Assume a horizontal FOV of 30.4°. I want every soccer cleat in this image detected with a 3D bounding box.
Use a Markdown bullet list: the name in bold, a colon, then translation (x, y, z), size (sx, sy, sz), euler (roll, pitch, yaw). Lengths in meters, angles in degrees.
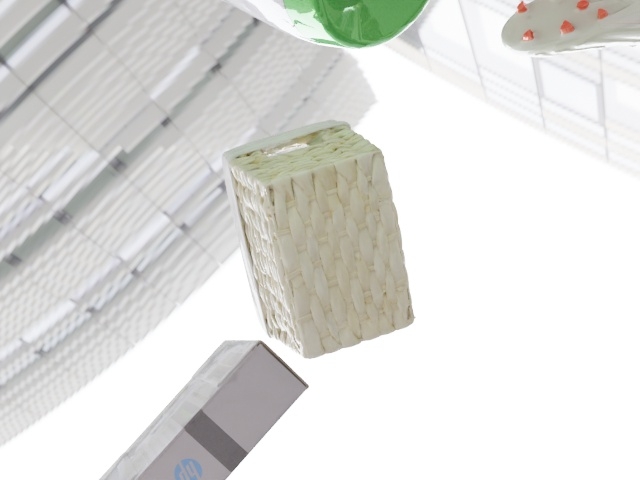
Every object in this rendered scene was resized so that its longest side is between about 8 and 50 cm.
- **soccer cleat**: translation (0.254, -0.190, 1.010), size (0.196, 0.076, 0.068), euler (-17, -127, 16)

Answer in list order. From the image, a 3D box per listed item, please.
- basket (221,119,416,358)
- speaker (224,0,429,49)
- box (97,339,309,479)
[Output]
- **basket**: translation (0.000, 0.000, 0.949), size (0.113, 0.103, 0.167), euler (-18, -71, -15)
- **speaker**: translation (-0.060, -0.223, 0.752), size (0.296, 0.131, 0.131), euler (34, -98, 38)
- **box**: translation (-0.092, 0.132, 0.627), size (0.038, 0.145, 0.186), euler (44, -102, -5)
